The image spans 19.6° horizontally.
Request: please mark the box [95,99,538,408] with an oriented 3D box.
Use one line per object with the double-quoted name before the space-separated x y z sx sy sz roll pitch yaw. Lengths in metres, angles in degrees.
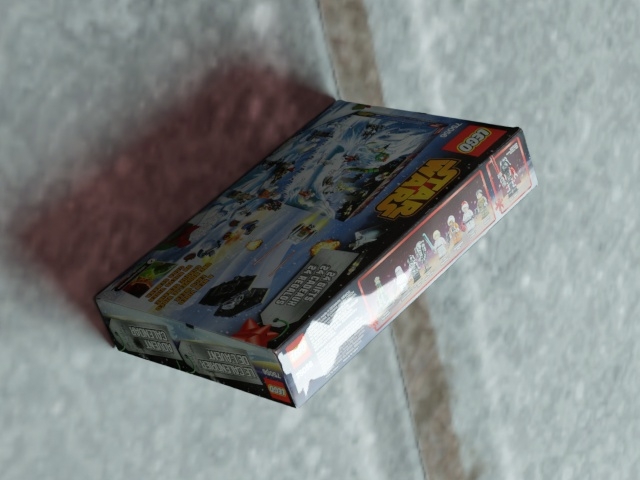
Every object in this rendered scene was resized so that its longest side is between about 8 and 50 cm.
"box" 0.000 0.000 0.660 0.137 0.094 0.027 -41 125 -31
